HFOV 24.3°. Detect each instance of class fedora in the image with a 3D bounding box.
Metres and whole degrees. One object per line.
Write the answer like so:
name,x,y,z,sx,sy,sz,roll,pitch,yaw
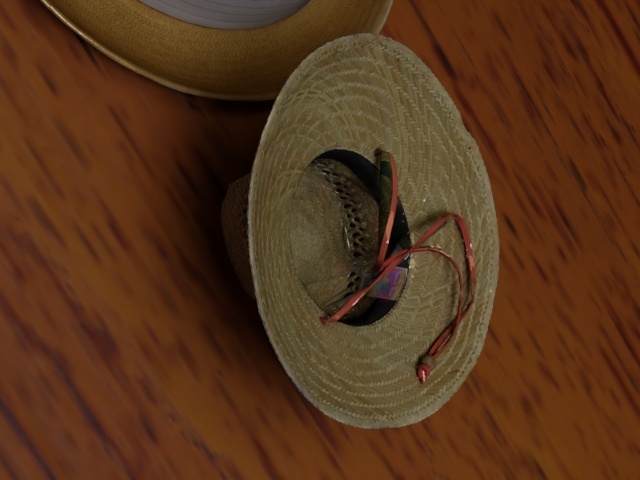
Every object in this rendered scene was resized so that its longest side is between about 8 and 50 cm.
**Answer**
fedora,-0.030,-0.145,0.530,0.194,0.079,0.194,9,75,-35

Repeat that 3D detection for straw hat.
straw hat,0.000,0.000,0.530,0.144,0.061,0.144,1,88,-50
